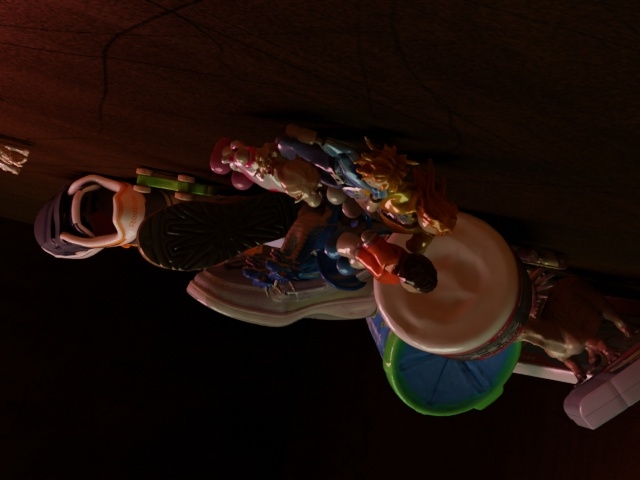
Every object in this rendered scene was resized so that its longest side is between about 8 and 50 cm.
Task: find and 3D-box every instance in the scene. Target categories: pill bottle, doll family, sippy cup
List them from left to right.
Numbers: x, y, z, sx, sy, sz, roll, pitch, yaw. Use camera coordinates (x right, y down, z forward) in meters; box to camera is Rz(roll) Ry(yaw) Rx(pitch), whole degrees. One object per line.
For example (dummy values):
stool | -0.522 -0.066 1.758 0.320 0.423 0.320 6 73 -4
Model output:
doll family | 0.034 -0.051 1.243 0.263 0.118 0.163 37 167 -35
sippy cup | 0.182 0.135 2.228 0.240 0.305 0.224 -7 -154 -18
pill bottle | 0.182 0.067 1.751 0.176 0.176 0.318 10 175 15

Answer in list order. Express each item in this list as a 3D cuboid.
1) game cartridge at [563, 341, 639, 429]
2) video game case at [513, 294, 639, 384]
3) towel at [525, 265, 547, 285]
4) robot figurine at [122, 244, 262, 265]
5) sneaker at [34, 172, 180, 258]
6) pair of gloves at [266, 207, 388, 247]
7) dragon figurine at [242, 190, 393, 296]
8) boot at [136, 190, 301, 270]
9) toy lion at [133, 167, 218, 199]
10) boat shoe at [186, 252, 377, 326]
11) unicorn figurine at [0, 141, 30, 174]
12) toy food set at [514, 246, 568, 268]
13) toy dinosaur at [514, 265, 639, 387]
game cartridge | 0.501 0.178 2.019 0.060 0.294 0.196 55 178 1
video game case | 0.472 0.167 2.299 0.204 0.025 0.285 7 -154 43
towel | 0.297 0.051 2.208 0.148 0.027 0.110 10 176 13
robot figurine | -0.258 -0.013 2.410 0.291 0.085 0.211 14 174 -28
sneaker | -0.371 -0.041 2.116 0.321 0.126 0.127 -7 169 41
pair of gloves | 0.000 0.000 1.970 0.159 0.023 0.198 13 156 -18
dragon figurine | 0.013 0.018 1.756 0.085 0.144 0.289 8 174 40
boot | -0.166 -0.013 1.861 0.236 0.089 0.269 -8 -177 -21
toy lion | -0.195 -0.076 1.856 0.100 0.034 0.096 10 -177 16
boat shoe | -0.041 0.051 1.845 0.320 0.103 0.118 2 -163 -39
unicorn figurine | -0.472 -0.121 1.850 0.111 0.060 0.162 15 158 -35
toy food set | 0.312 0.024 1.903 0.078 0.019 0.122 11 -177 9
toy dinosaur | 0.383 0.110 2.099 0.200 0.127 0.295 49 -148 8
